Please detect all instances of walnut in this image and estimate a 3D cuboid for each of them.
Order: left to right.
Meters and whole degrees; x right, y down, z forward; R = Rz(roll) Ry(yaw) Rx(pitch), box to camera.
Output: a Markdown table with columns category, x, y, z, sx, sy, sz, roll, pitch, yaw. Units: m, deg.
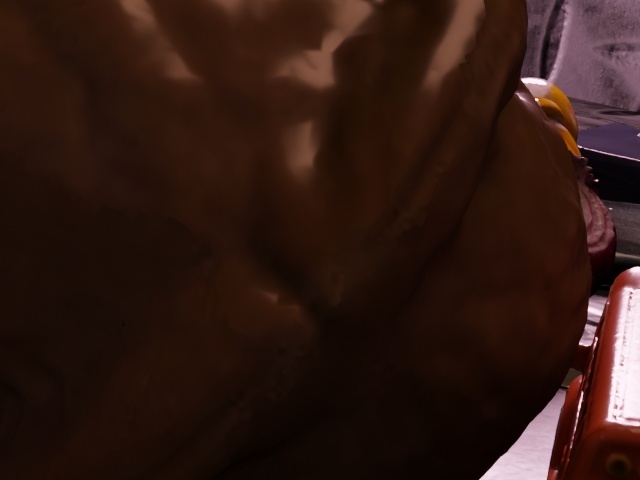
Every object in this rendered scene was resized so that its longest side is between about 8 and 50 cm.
| category | x | y | z | sx | sy | sz | roll | pitch | yaw |
| --- | --- | --- | --- | --- | --- | --- | --- | --- | --- |
| walnut | -0.039 | -0.026 | 0.670 | 0.384 | 0.383 | 0.383 | 10 | 12 | -2 |

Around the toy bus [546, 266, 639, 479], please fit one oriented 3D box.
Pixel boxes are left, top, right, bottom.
| category | x | y | z | sx | sy | sz | roll | pitch | yaw |
| --- | --- | --- | --- | --- | --- | --- | --- | --- | --- |
| toy bus | 0.170 | 0.104 | 0.626 | 0.143 | 0.153 | 0.329 | 11 | 12 | 13 |

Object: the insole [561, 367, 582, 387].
| category | x | y | z | sx | sy | sz | roll | pitch | yaw |
| --- | --- | --- | --- | --- | --- | --- | --- | --- | --- |
| insole | 0.225 | 0.105 | 1.018 | 0.153 | 0.002 | 0.053 | 8 | 12 | -11 |

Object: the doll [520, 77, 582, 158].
| category | x | y | z | sx | sy | sz | roll | pitch | yaw |
| --- | --- | --- | --- | --- | --- | --- | --- | --- | --- |
| doll | 0.184 | -0.076 | 1.420 | 0.167 | 0.162 | 0.269 | -7 | 13 | 9 |

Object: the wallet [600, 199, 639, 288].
| category | x | y | z | sx | sy | sz | roll | pitch | yaw |
| --- | --- | --- | --- | --- | --- | --- | --- | --- | --- |
| wallet | 0.320 | 0.001 | 1.476 | 0.172 | 0.045 | 0.318 | 7 | 13 | -2 |

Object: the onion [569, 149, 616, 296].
| category | x | y | z | sx | sy | sz | roll | pitch | yaw |
| --- | --- | --- | --- | --- | --- | --- | --- | --- | --- |
| onion | 0.142 | 0.022 | 1.097 | 0.173 | 0.135 | 0.198 | 20 | 48 | -18 |

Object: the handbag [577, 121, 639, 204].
| category | x | y | z | sx | sy | sz | roll | pitch | yaw |
| --- | --- | --- | --- | --- | --- | --- | --- | --- | --- |
| handbag | 0.481 | -0.067 | 1.759 | 0.326 | 0.118 | 0.269 | 18 | 21 | 30 |
